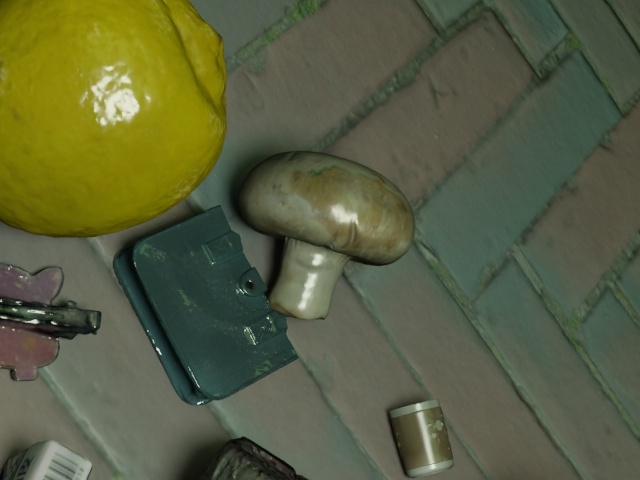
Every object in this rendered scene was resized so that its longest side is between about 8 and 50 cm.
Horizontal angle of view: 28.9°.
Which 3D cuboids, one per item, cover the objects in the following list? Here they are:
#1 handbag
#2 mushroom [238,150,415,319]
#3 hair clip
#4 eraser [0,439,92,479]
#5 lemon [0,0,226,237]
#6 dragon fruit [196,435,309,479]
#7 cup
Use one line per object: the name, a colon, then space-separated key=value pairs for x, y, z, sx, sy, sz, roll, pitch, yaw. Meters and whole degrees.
handbag: x=-0.141 y=0.081 z=1.591 sx=0.179 sy=0.062 sz=0.229 roll=-25 pitch=88 yaw=-34
mushroom: x=0.000 y=0.000 z=1.667 sx=0.243 sy=0.243 sz=0.244 roll=16 pitch=62 yaw=-33
hair clip: x=-0.351 y=0.092 z=1.447 sx=0.187 sy=0.056 sz=0.146 roll=6 pitch=69 yaw=-28
eraser: x=-0.327 y=0.324 z=1.311 sx=0.068 sy=0.124 sz=0.210 roll=37 pitch=53 yaw=-22
lemon: x=-0.274 y=-0.164 z=1.427 sx=0.348 sy=0.348 sz=0.348 roll=16 pitch=62 yaw=-33
dragon fruit: x=-0.064 y=0.383 z=1.463 sx=0.283 sy=0.204 sz=0.221 roll=38 pitch=81 yaw=-29
cup: x=0.143 y=0.283 z=1.758 sx=0.074 sy=0.102 sz=0.099 roll=-13 pitch=79 yaw=-2
